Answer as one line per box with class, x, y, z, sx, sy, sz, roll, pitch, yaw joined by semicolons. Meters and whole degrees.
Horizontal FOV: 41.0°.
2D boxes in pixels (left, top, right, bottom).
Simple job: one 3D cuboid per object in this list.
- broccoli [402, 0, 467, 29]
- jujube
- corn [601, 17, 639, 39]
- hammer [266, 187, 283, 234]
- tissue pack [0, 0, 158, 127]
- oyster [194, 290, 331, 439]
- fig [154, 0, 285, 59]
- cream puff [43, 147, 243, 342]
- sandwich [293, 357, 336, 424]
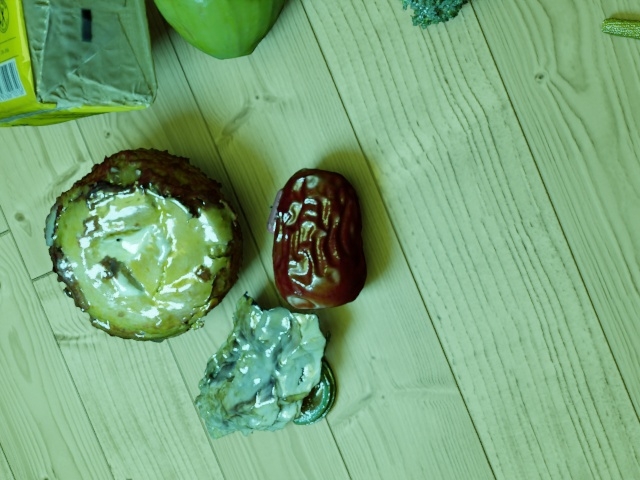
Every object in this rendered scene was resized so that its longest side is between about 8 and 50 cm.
broccoli;0.120;-0.501;1.220;0.361;0.221;0.252;51;149;6
jujube;0.000;0.000;1.377;0.155;0.155;0.230;4;92;22
corn;0.438;-0.297;1.202;0.083;0.028;0.027;13;84;20
hammer;-0.065;-0.049;1.448;0.043;0.043;0.083;25;109;16
tissue pack;-0.450;-0.337;1.384;0.382;0.228;0.293;2;101;50
oyster;-0.120;0.245;1.471;0.201;0.107;0.354;38;126;15
fig;-0.153;-0.409;1.326;0.239;0.239;0.271;9;133;20
cream puff;-0.294;-0.001;1.448;0.351;0.228;0.350;0;113;1
sandwich;-0.008;0.264;1.490;0.067;0.029;0.135;15;105;18
